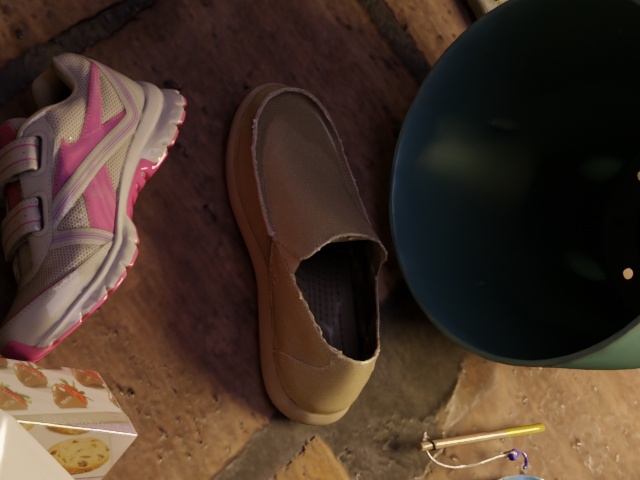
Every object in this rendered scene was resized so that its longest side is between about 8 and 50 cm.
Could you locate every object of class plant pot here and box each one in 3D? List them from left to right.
[{"bbox_3d":[0.241,-0.030,1.570,0.235,0.293,0.293,15,61,-48],"label":"plant pot"}]

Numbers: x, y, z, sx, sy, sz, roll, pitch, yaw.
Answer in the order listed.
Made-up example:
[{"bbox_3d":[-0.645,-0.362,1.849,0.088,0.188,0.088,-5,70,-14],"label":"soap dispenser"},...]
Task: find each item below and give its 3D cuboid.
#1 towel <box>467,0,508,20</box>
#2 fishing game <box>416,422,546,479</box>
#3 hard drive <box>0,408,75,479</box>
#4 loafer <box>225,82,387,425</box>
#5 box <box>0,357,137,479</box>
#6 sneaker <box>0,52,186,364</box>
[{"bbox_3d":[0.193,-0.358,1.820,0.312,0.056,0.324,-26,88,-42],"label":"towel"},{"bbox_3d":[0.167,0.269,1.531,0.189,0.041,0.264,2,72,-37],"label":"fishing game"},{"bbox_3d":[-0.194,0.279,1.170,0.203,0.040,0.307,60,35,-56],"label":"hard drive"},{"bbox_3d":[0.000,0.000,1.486,0.102,0.092,0.268,2,69,-37],"label":"loafer"},{"bbox_3d":[-0.252,0.104,1.202,0.324,0.067,0.063,15,30,-49],"label":"box"},{"bbox_3d":[-0.183,-0.026,1.361,0.111,0.103,0.252,30,48,-19],"label":"sneaker"}]
